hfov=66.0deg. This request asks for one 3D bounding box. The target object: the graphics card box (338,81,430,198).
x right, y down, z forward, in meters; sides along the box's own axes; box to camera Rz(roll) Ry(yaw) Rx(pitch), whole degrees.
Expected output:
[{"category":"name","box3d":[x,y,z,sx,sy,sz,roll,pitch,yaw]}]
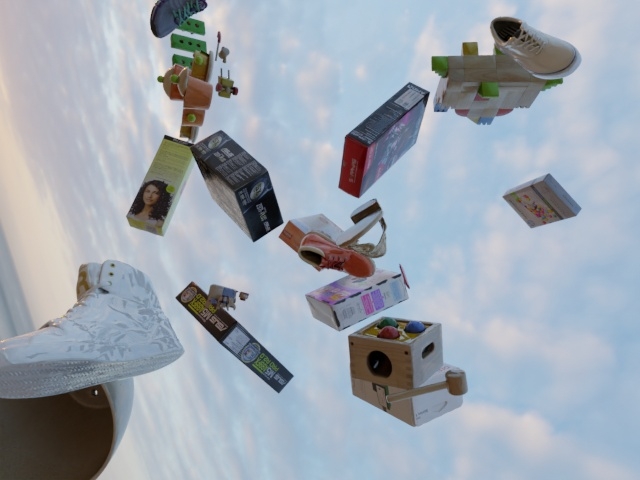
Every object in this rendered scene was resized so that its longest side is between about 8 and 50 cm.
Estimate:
[{"category":"graphics card box","box3d":[0.209,-0.331,1.623,0.094,0.371,0.232,32,-33,19]}]

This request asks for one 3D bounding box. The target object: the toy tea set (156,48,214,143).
[{"category":"toy tea set","box3d":[-0.342,-0.370,1.216,0.336,0.124,0.200,169,-71,-69]}]

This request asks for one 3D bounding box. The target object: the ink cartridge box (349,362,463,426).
[{"category":"ink cartridge box","box3d":[0.197,0.332,1.154,0.219,0.160,0.092,4,-77,57]}]

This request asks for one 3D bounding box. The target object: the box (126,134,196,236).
[{"category":"box","box3d":[-0.364,-0.130,1.150,0.058,0.087,0.232,117,-12,-64]}]

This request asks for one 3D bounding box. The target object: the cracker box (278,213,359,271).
[{"category":"cracker box","box3d":[0.000,0.000,1.431,0.156,0.232,0.067,40,-70,14]}]

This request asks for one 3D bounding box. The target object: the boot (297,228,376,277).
[{"category":"boot","box3d":[0.030,0.040,0.956,0.158,0.084,0.059,24,-64,5]}]

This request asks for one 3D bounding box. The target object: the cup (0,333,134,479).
[{"category":"cup","box3d":[-0.542,0.332,1.063,0.237,0.331,0.331,-58,134,-82]}]

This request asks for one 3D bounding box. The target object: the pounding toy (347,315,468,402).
[{"category":"pounding toy","box3d":[0.153,0.200,0.852,0.206,0.181,0.094,1,-80,37]}]

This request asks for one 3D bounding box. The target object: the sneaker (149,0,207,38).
[{"category":"sneaker","box3d":[-0.366,-0.628,1.322,0.098,0.223,0.083,19,-22,18]}]

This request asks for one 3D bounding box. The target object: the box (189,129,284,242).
[{"category":"box","box3d":[-0.165,-0.109,0.979,0.180,0.077,0.147,42,-22,36]}]

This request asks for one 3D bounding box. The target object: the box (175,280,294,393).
[{"category":"box","box3d":[-0.201,0.232,1.174,0.216,0.060,0.270,29,-20,43]}]

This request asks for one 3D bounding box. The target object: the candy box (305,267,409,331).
[{"category":"candy box","box3d":[0.086,0.135,1.201,0.165,0.196,0.070,9,-62,67]}]

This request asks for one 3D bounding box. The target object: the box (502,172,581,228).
[{"category":"box","box3d":[0.661,-0.115,1.485,0.145,0.038,0.186,46,-18,-6]}]

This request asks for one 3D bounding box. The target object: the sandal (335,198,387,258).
[{"category":"sandal","box3d":[0.092,-0.009,0.872,0.088,0.240,0.079,-31,-80,17]}]

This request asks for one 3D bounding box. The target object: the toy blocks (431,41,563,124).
[{"category":"toy blocks","box3d":[0.530,-0.475,1.591,0.261,0.381,0.190,82,9,-73]}]

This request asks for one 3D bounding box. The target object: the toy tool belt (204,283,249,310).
[{"category":"toy tool belt","box3d":[-0.191,0.122,1.004,0.052,0.083,0.051,88,17,-85]}]

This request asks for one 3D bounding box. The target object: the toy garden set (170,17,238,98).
[{"category":"toy garden set","box3d":[-0.364,-0.556,1.527,0.049,0.204,0.244,-19,-106,53]}]

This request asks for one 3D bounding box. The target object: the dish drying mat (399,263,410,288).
[{"category":"dish drying mat","box3d":[0.262,0.112,1.538,0.032,0.008,0.083,47,22,-43]}]

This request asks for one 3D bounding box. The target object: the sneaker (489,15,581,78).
[{"category":"sneaker","box3d":[0.489,-0.456,1.158,0.094,0.091,0.258,-56,-139,16]}]

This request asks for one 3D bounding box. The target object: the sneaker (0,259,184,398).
[{"category":"sneaker","box3d":[-0.334,0.109,0.678,0.108,0.292,0.169,-35,-110,19]}]
